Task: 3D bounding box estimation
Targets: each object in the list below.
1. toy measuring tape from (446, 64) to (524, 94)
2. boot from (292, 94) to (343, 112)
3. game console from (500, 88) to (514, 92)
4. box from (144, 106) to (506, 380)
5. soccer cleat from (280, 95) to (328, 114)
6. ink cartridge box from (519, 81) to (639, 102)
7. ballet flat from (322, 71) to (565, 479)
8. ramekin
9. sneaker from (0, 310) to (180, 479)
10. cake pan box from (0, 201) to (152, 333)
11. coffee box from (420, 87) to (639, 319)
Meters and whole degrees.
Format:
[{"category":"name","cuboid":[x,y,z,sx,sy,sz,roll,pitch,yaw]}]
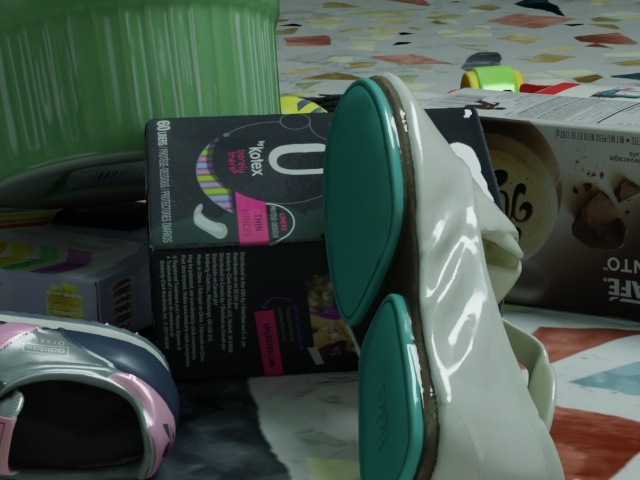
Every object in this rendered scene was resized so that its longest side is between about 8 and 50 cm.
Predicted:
[{"category":"toy measuring tape","cuboid":[0.195,-0.162,2.179,0.121,0.121,0.330,-3,15,-4]},{"category":"boot","cuboid":[0.038,-0.141,2.199,0.246,0.083,0.161,11,12,32]},{"category":"game console","cuboid":[0.134,-0.069,1.774,0.085,0.144,0.124,5,16,20]},{"category":"box","cuboid":[0.000,0.000,1.439,0.270,0.143,0.165,-3,41,-6]},{"category":"soccer cleat","cuboid":[-0.035,-0.080,1.769,0.121,0.093,0.289,38,18,-26]},{"category":"ink cartridge box","cuboid":[0.286,-0.082,1.828,0.231,0.134,0.078,7,18,33]},{"category":"ballet flat","cuboid":[0.082,0.045,1.224,0.139,0.139,0.400,-3,42,-4]},{"category":"ramekin","cuboid":[-0.175,-0.124,1.597,0.303,0.148,0.303,-9,-7,-1]},{"category":"sneaker","cuboid":[-0.247,0.103,1.194,0.319,0.112,0.131,1,17,-12]},{"category":"cake pan box","cuboid":[-0.223,0.022,1.629,0.246,0.070,0.267,9,17,27]},{"category":"coffee box","cuboid":[0.232,-0.032,1.584,0.297,0.168,0.119,8,18,30]}]
